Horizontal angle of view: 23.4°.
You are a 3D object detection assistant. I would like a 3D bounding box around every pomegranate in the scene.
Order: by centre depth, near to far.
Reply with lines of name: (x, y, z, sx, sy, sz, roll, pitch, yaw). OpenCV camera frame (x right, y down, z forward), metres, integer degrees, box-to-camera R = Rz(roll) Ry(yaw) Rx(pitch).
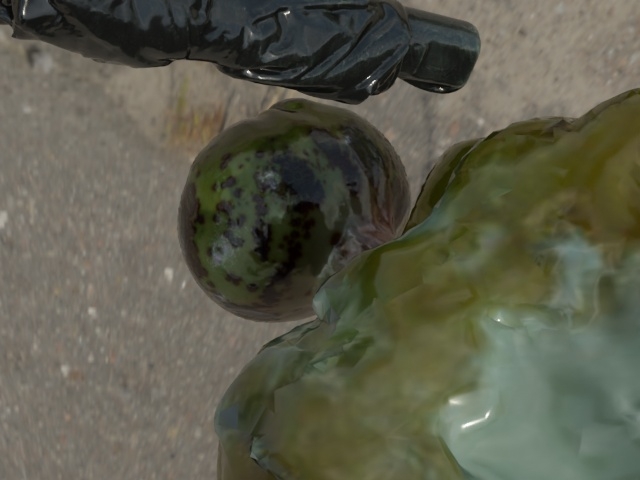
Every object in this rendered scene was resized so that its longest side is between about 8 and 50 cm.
pomegranate: (-0.001, -0.012, 0.851, 0.138, 0.163, 0.125, -15, 112, -43)

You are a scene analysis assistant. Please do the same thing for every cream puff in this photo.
cream puff: (0.136, 0.119, 0.671, 0.378, 0.275, 0.378, -8, 60, 14)

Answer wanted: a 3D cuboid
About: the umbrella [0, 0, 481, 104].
umbrella: (-0.028, -0.090, 0.648, 0.236, 0.059, 0.066, 8, 33, -34)
